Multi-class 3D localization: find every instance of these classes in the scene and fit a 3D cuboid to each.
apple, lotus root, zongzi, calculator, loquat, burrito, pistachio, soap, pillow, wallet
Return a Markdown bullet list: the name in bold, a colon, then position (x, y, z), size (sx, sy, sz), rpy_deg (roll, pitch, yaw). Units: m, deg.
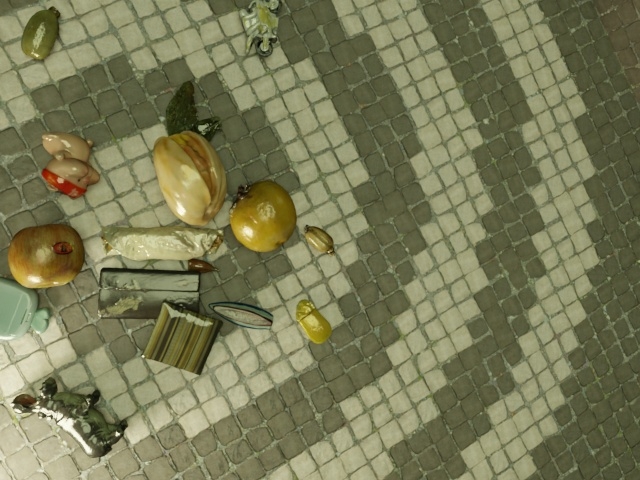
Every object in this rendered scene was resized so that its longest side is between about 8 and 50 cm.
- **apple**: position (-0.824, 0.046, 1.560), size (0.211, 0.211, 0.188), rpy_deg (-9, 88, -14)
- **lotus root**: position (-0.883, -0.664, 1.634), size (0.090, 0.077, 0.183), rpy_deg (25, 84, -12)
- **zongzi**: position (-0.377, -0.358, 1.764), size (0.109, 0.055, 0.119), rpy_deg (-20, 104, -14)
- **lotus root**: position (0.000, 0.000, 1.836), size (0.152, 0.063, 0.072), rpy_deg (45, 52, -2)
- **calculator**: position (-0.992, 0.210, 1.596), size (0.298, 0.041, 0.186), rpy_deg (21, 83, -11)
- **loquat**: position (-0.194, -0.085, 1.710), size (0.243, 0.244, 0.244), rpy_deg (0, 88, -14)
- **burrito**: position (-0.519, 0.009, 1.704), size (0.392, 0.076, 0.117), rpy_deg (0, 94, -12)
- **pistachio**: position (-0.422, -0.197, 1.667), size (0.230, 0.230, 0.309), rpy_deg (-24, 99, -13)
- **soap**: position (-0.030, 0.290, 1.834), size (0.089, 0.033, 0.168), rpy_deg (-43, 97, -14)
- **pillow**: position (-0.457, 0.326, 1.707), size (0.212, 0.052, 0.208), rpy_deg (22, 98, -18)
- **wallet**: position (-0.559, 0.179, 1.693), size (0.321, 0.044, 0.170), rpy_deg (3, 99, -13)

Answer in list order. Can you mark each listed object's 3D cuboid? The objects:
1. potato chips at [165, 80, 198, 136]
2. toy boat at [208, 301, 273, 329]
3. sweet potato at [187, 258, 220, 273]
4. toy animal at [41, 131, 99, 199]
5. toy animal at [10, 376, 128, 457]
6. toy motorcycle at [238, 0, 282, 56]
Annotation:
- **potato chips**: position (-0.462, -0.430, 1.729), size (0.142, 0.026, 0.209), rpy_deg (28, 92, 20)
- **toy boat**: position (-0.273, 0.255, 1.772), size (0.228, 0.046, 0.080), rpy_deg (19, 88, -14)
- **sweet potato**: position (-0.396, 0.091, 1.742), size (0.117, 0.049, 0.049), rpy_deg (12, 85, -10)
- **toy animal**: position (-0.784, -0.230, 1.605), size (0.171, 0.171, 0.198), rpy_deg (-3, 87, -14)
- **toy animal**: position (-0.772, 0.535, 1.610), size (0.343, 0.106, 0.168), rpy_deg (34, 88, -4)
- **toy motorcycle**: position (-0.216, -0.758, 1.804), size (0.151, 0.074, 0.229), rpy_deg (13, 87, -11)
